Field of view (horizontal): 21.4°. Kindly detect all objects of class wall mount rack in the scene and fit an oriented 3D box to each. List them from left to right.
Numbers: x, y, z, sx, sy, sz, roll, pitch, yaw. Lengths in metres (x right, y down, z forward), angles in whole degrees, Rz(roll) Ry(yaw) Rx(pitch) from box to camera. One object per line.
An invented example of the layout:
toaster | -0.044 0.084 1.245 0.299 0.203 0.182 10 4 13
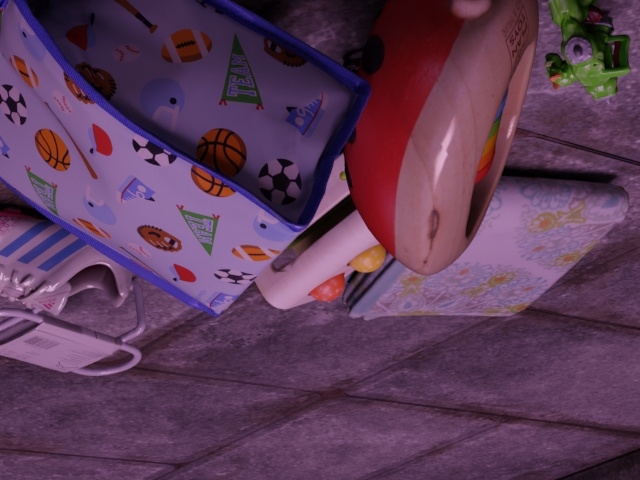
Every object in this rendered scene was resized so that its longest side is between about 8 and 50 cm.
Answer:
wall mount rack | -0.444 0.124 2.548 0.304 0.130 0.350 -23 153 26

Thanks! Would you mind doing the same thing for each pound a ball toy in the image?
pound a ball toy | 0.000 0.000 2.206 0.319 0.136 0.208 -39 167 33

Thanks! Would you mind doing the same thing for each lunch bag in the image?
lunch bag | -0.189 -0.135 1.827 0.385 0.239 0.328 28 151 -8

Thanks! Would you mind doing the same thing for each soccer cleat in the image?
soccer cleat | -0.411 0.030 2.292 0.331 0.143 0.116 0 157 -16

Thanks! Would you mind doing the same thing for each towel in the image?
towel | 0.228 0.009 2.508 0.320 0.090 0.374 -1 154 -24

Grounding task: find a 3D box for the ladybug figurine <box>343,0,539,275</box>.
ladybug figurine | 0.128 -0.144 1.895 0.162 0.305 0.449 21 147 11

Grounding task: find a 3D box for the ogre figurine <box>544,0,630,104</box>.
ogre figurine | 0.297 -0.231 1.911 0.097 0.118 0.197 -8 157 2

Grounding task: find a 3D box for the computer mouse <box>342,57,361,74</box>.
computer mouse | -0.009 -0.210 1.986 0.242 0.041 0.071 -7 167 -18
